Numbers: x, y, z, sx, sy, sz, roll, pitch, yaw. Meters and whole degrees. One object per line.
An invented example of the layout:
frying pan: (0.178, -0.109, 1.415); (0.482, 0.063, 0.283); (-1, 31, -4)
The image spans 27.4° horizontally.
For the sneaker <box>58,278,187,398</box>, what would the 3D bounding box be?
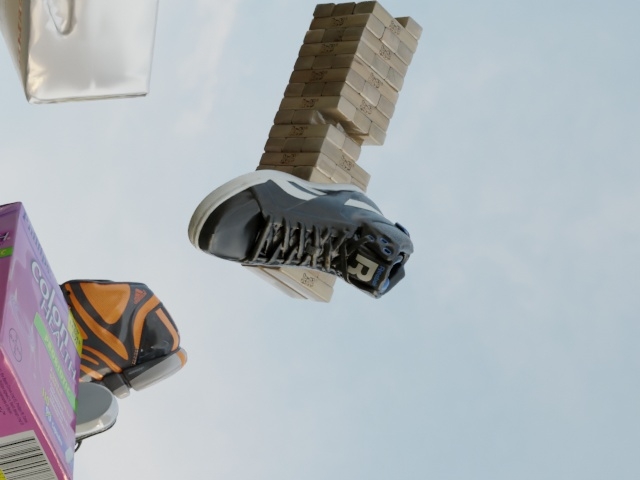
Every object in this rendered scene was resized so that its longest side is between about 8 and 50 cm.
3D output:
sneaker: (-0.356, 0.153, 1.775); (0.180, 0.321, 0.124); (65, -12, -6)

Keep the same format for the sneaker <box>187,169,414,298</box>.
sneaker: (0.000, 0.000, 1.135); (0.121, 0.217, 0.079); (39, -61, 34)

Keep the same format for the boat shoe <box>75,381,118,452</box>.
boat shoe: (-0.333, 0.233, 1.617); (0.228, 0.076, 0.080); (-12, -145, 25)

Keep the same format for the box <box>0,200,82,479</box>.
box: (-0.347, 0.120, 1.408); (0.243, 0.117, 0.213); (-101, 176, -53)

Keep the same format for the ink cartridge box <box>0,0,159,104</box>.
ink cartridge box: (-0.334, -0.396, 1.688); (0.395, 0.166, 0.285); (-121, -148, -45)

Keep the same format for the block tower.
block tower: (0.005, -0.107, 1.438); (0.091, 0.097, 0.335); (5, -112, 42)
